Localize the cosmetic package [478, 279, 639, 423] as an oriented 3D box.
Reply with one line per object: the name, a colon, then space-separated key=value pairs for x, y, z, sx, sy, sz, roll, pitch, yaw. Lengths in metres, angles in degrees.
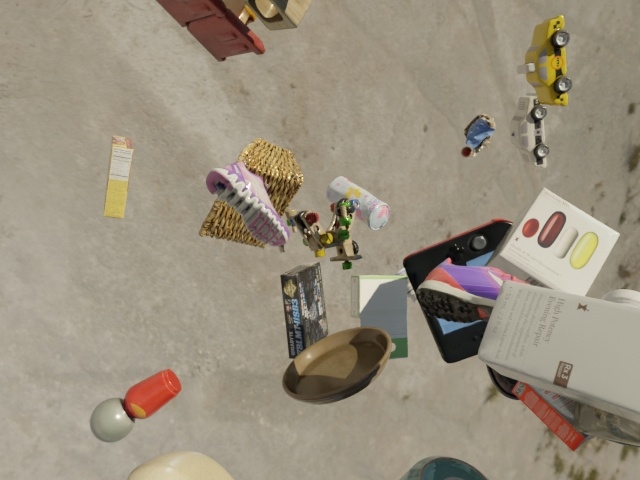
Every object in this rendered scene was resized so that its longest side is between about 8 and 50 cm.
cosmetic package: x=0.321 y=0.133 z=0.595 sx=0.085 sy=0.231 sz=0.118 roll=34 pitch=73 yaw=-41

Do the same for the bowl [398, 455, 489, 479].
bowl: x=0.300 y=0.634 z=1.177 sx=0.311 sy=0.311 sz=0.163 roll=-15 pitch=123 yaw=-39

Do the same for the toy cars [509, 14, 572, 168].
toy cars: x=0.497 y=-0.327 z=1.182 sx=0.394 sy=0.087 sz=0.177 roll=73 pitch=9 yaw=-57

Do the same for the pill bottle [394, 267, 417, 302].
pill bottle: x=0.366 y=0.183 z=2.044 sx=0.078 sy=0.137 sz=0.078 roll=-31 pitch=159 yaw=-13

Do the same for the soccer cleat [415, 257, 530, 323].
soccer cleat: x=0.321 y=0.099 z=0.863 sx=0.116 sy=0.318 sz=0.109 roll=-50 pitch=129 yaw=-28

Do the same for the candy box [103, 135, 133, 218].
candy box: x=-0.520 y=-0.163 z=1.290 sx=0.053 sy=0.109 sz=0.187 roll=8 pitch=111 yaw=-26

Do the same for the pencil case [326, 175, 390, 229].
pencil case: x=0.142 y=-0.145 z=1.951 sx=0.113 sy=0.273 sz=0.124 roll=-41 pitch=139 yaw=-15

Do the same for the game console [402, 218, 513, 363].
game console: x=0.462 y=0.153 z=1.477 sx=0.341 sy=0.060 sz=0.387 roll=-24 pitch=106 yaw=4

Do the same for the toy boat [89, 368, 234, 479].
toy boat: x=-0.231 y=0.354 z=0.739 sx=0.148 sy=0.318 sz=0.267 roll=-33 pitch=152 yaw=-2

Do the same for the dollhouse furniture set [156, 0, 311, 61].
dollhouse furniture set: x=-0.038 y=-0.363 z=0.626 sx=0.152 sy=0.374 sz=0.201 roll=37 pitch=75 yaw=-43

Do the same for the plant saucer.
plant saucer: x=0.042 y=0.294 z=1.184 sx=0.277 sy=0.277 sz=0.041 roll=-33 pitch=107 yaw=-31

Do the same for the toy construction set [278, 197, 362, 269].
toy construction set: x=0.000 y=0.000 z=1.682 sx=0.257 sy=0.308 sz=0.238 roll=-34 pitch=115 yaw=-66

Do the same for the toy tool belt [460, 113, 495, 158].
toy tool belt: x=0.277 y=-0.182 z=0.889 sx=0.083 sy=0.052 sz=0.051 roll=-59 pitch=-179 yaw=21

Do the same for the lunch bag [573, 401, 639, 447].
lunch bag: x=0.588 y=0.241 z=0.774 sx=0.235 sy=0.286 sz=0.169 roll=105 pitch=-1 yaw=-63

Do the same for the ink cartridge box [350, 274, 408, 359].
ink cartridge box: x=0.169 y=0.216 z=1.426 sx=0.171 sy=0.056 sz=0.235 roll=2 pitch=87 yaw=-30

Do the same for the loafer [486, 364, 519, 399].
loafer: x=0.458 y=0.233 z=1.188 sx=0.303 sy=0.109 sz=0.095 roll=-59 pitch=165 yaw=-53

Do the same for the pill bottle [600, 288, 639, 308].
pill bottle: x=0.596 y=0.228 z=1.021 sx=0.264 sy=0.153 sz=0.153 roll=-44 pitch=129 yaw=-34

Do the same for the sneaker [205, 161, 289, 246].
sneaker: x=-0.149 y=-0.092 z=1.167 sx=0.236 sy=0.095 sz=0.104 roll=47 pitch=43 yaw=-10

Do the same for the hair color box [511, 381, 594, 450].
hair color box: x=0.435 y=0.307 z=0.925 sx=0.071 sy=0.141 sz=0.043 roll=-9 pitch=130 yaw=-33

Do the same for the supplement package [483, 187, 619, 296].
supplement package: x=0.516 y=0.033 z=1.146 sx=0.203 sy=0.194 sz=0.149 roll=-52 pitch=168 yaw=-16

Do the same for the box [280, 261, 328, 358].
box: x=-0.054 y=0.242 z=1.821 sx=0.293 sy=0.073 sz=0.296 roll=-22 pitch=106 yaw=-72

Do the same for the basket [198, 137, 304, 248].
basket: x=-0.227 y=-0.158 z=1.511 sx=0.222 sy=0.214 sz=0.299 roll=13 pitch=126 yaw=-32
